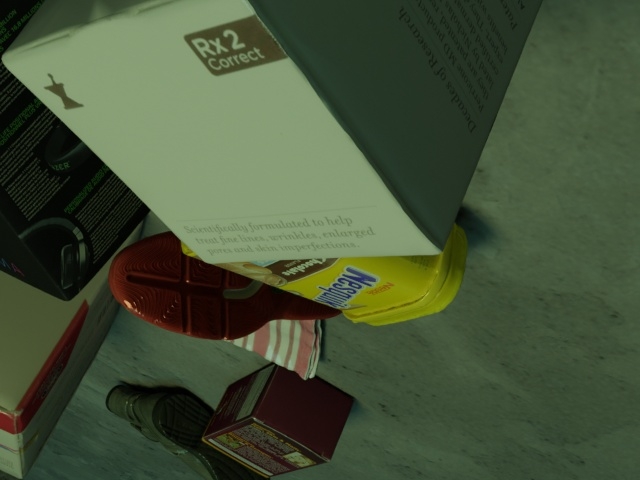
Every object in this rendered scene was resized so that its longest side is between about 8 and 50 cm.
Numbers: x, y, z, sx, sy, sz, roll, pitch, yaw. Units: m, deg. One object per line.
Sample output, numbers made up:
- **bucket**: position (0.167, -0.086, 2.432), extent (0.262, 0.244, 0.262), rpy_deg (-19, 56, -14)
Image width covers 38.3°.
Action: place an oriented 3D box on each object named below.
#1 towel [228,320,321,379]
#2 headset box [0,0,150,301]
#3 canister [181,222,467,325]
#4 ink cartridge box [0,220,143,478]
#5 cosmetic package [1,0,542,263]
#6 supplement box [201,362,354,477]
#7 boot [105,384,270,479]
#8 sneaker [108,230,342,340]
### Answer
- **towel**: position (-0.093, 0.073, 0.948), extent (0.197, 0.029, 0.144), rpy_deg (19, 150, 11)
- **headset box**: position (-0.267, -0.123, 0.615), extent (0.246, 0.131, 0.283), rpy_deg (23, 152, 26)
- **canister**: position (0.000, 0.000, 0.664), extent (0.170, 0.073, 0.126), rpy_deg (22, 157, -27)
- **ink cartridge box**: position (-0.300, 0.094, 0.939), extent (0.131, 0.226, 0.306), rpy_deg (28, 150, -5)
- **cosmetic package**: position (-0.010, -0.105, 0.429), extent (0.151, 0.183, 0.151), rpy_deg (-3, 140, 42)
- **supplement box**: position (-0.055, 0.215, 1.097), extent (0.104, 0.080, 0.188), rpy_deg (32, 151, -12)
- **boot**: position (-0.191, 0.291, 1.350), extent (0.161, 0.083, 0.246), rpy_deg (-1, 137, 50)
- **sneaker**: position (-0.092, 0.039, 0.761), extent (0.221, 0.087, 0.128), rpy_deg (8, 172, -39)
